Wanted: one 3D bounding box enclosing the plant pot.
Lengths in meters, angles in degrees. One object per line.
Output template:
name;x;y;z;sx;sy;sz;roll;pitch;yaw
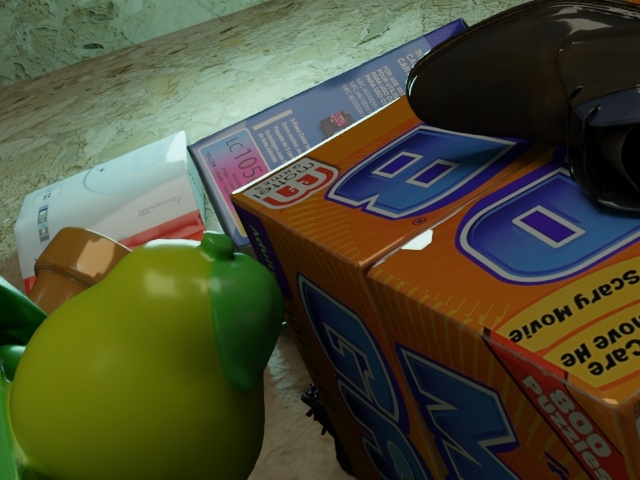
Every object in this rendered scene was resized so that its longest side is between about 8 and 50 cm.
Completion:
plant pot;-0.276;0.120;1.125;0.205;0.205;0.188;7;54;44

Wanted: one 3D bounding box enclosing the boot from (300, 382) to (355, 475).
boot;0.041;0.174;0.866;0.121;0.099;0.045;10;43;47

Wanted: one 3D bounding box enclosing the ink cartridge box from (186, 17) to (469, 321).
ink cartridge box;0.074;-0.078;1.106;0.395;0.270;0.151;-24;68;-6

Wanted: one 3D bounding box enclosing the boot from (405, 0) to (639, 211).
boot;0.130;-0.068;0.475;0.219;0.082;0.106;-2;31;30

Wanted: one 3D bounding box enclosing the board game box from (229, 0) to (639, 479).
board game box;0.222;0.072;0.634;0.356;0.356;0.356;-32;28;-18

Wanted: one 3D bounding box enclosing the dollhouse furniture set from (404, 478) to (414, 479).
dollhouse furniture set;-0.017;0.292;0.499;0.301;0.151;0.197;-16;39;-31

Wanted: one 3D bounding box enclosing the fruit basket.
fruit basket;-0.149;0.166;0.702;0.392;0.283;0.392;-16;48;19

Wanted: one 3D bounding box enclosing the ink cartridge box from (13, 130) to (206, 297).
ink cartridge box;-0.340;-0.024;1.529;0.308;0.091;0.385;-21;26;2
